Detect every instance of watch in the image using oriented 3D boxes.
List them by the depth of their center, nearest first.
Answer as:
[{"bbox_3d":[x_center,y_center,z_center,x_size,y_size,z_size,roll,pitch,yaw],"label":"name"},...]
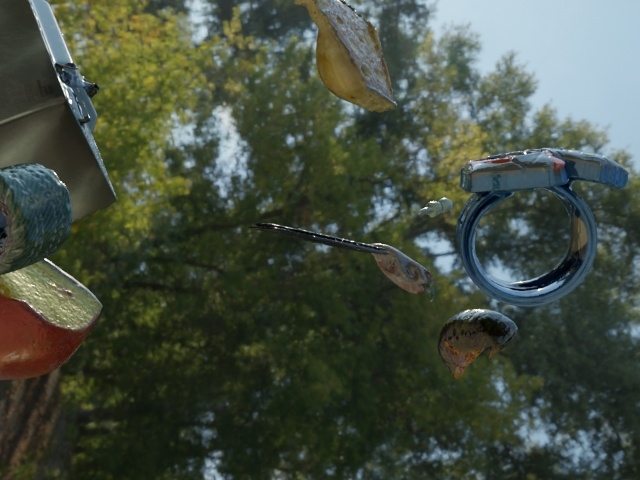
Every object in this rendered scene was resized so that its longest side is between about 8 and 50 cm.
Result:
[{"bbox_3d":[0.402,-0.029,1.393,0.241,0.305,0.274,-46,132,-78],"label":"watch"}]

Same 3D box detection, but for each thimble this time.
[{"bbox_3d":[-0.374,-0.027,0.924,0.135,0.090,0.118,-37,-95,32],"label":"thimble"}]

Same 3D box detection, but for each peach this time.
[{"bbox_3d":[-0.683,0.179,1.645,0.242,0.380,0.306,-96,171,-53],"label":"peach"}]

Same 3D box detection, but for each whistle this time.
[{"bbox_3d":[0.253,-0.070,1.671,0.035,0.100,0.035,26,-57,48],"label":"whistle"}]

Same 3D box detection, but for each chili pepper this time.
[{"bbox_3d":[0.142,0.051,1.321,0.153,0.050,0.041,34,-26,28],"label":"chili pepper"}]

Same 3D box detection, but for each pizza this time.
[{"bbox_3d":[0.020,-0.281,1.118,0.080,0.204,0.188,-27,-115,27],"label":"pizza"}]

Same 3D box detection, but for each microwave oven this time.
[{"bbox_3d":[-0.562,-0.222,1.279,0.236,0.374,0.432,78,-14,-52],"label":"microwave oven"}]

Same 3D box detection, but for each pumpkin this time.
[{"bbox_3d":[0.297,0.192,1.519,0.107,0.119,0.183,49,-40,7],"label":"pumpkin"}]

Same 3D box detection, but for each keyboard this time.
[{"bbox_3d":[0.000,-0.002,1.045,0.074,0.196,0.015,12,-91,54],"label":"keyboard"}]
